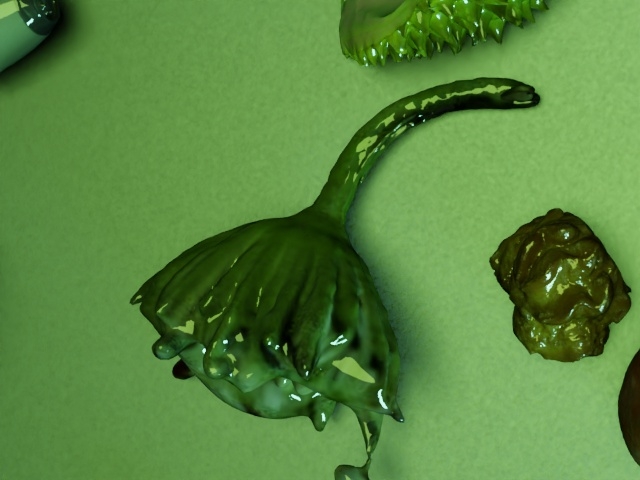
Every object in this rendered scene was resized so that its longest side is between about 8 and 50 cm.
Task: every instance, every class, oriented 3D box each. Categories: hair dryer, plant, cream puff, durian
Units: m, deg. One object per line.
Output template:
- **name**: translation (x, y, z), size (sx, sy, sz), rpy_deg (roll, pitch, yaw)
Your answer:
- **hair dryer**: translation (-0.347, -0.208, 1.487), size (0.219, 0.088, 0.225), rpy_deg (-38, 68, 14)
- **plant**: translation (0.008, 0.012, 1.400), size (0.251, 0.180, 0.333), rpy_deg (20, 61, 20)
- **cream puff**: translation (0.181, 0.037, 1.336), size (0.094, 0.122, 0.116), rpy_deg (-36, 42, 3)
- **durian**: translation (0.131, -0.281, 1.327), size (0.169, 0.157, 0.355), rpy_deg (32, 97, 29)

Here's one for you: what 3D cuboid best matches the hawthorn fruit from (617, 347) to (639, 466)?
- **hawthorn fruit**: translation (0.299, 0.115, 1.272), size (0.149, 0.189, 0.149), rpy_deg (3, 69, -9)
